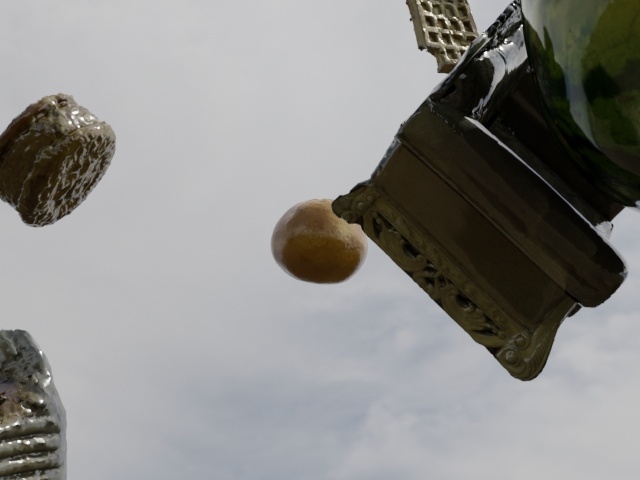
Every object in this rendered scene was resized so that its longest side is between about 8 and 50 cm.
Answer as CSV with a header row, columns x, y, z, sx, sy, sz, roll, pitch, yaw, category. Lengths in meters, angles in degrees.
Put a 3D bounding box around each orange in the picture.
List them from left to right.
x,y,z,sx,sy,sz,roll,pitch,yaw,category
0.000,0.000,1.467,0.159,0.136,0.159,7,1,0,orange

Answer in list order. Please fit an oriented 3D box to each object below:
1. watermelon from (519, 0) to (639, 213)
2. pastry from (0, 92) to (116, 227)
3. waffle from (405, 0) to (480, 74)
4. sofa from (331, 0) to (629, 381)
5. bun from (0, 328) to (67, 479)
x,y,z,sx,sy,sz,roll,pitch,yaw,category
0.254,-0.146,0.545,0.285,0.285,0.285,1,-33,1,watermelon
-0.377,-0.109,1.281,0.103,0.189,0.189,38,-36,6,pastry
0.155,-0.263,1.144,0.092,0.135,0.021,1,-28,-24,waffle
0.164,-0.054,0.703,0.200,0.258,0.182,45,-57,2,sofa
-0.335,0.187,0.699,0.204,0.282,0.281,8,-29,25,bun
